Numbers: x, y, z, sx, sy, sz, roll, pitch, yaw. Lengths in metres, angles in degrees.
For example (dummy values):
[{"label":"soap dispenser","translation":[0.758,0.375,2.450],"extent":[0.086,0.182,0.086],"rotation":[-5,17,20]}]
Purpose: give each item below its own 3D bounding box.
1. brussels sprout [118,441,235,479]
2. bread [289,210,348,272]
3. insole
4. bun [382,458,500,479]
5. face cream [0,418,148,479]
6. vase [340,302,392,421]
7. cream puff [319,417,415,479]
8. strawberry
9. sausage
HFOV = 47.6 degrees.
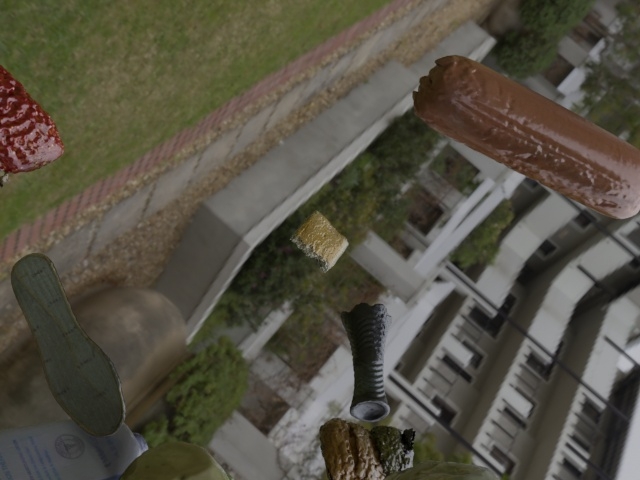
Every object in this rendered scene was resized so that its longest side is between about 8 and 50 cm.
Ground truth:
[{"label":"brussels sprout","translation":[-0.225,0.494,1.090],"extent":[0.281,0.289,0.355],"rotation":[140,-50,-84]},{"label":"bread","translation":[0.000,0.000,1.143],"extent":[0.070,0.083,0.035],"rotation":[-55,-172,-31]},{"label":"insole","translation":[-0.434,0.176,1.235],"extent":[0.119,0.348,0.009],"rotation":[-31,168,4]},{"label":"bun","translation":[0.095,0.325,0.737],"extent":[0.231,0.133,0.231],"rotation":[-46,-156,27]},{"label":"face cream","translation":[-0.512,0.441,1.380],"extent":[0.420,0.235,0.137],"rotation":[1,132,-52]},{"label":"vase","translation":[0.099,0.250,1.487],"extent":[0.115,0.115,0.237],"rotation":[-52,-154,38]},{"label":"cream puff","translation":[0.094,0.392,1.291],"extent":[0.168,0.183,0.183],"rotation":[-13,176,0]},{"label":"strawberry","translation":[-0.828,-0.282,1.799],"extent":[0.292,0.343,0.292],"rotation":[-45,178,-2]},{"label":"sausage","translation":[0.236,-0.111,0.792],"extent":[0.086,0.289,0.086],"rotation":[-62,-172,15]}]
